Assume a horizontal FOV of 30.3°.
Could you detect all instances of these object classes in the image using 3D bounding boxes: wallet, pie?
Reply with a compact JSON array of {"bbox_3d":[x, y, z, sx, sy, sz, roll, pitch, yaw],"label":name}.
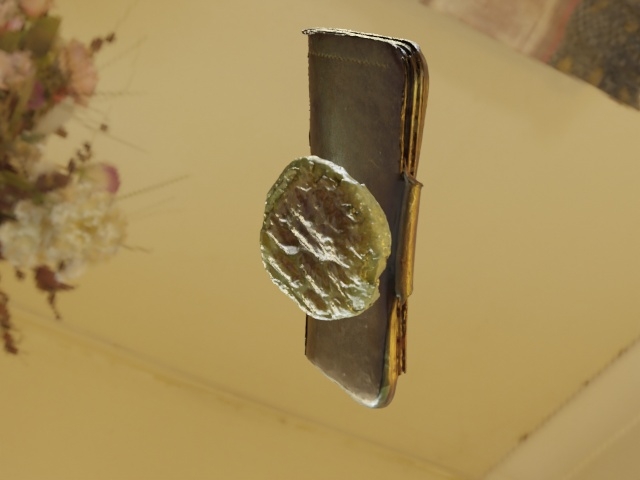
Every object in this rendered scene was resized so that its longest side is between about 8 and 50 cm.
[{"bbox_3d":[0.026,-0.014,0.819,0.137,0.031,0.255,27,-60,57],"label":"wallet"},{"bbox_3d":[0.000,0.000,0.581,0.084,0.020,0.084,18,-61,36],"label":"pie"}]
